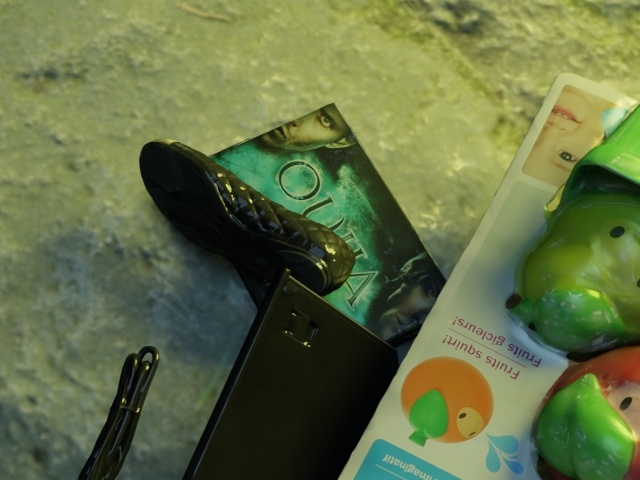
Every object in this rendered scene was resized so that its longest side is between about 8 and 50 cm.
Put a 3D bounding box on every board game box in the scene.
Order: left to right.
[{"bbox_3d":[0.000,0.000,0.892,0.126,0.026,0.186,-26,68,-12],"label":"board game box"}]

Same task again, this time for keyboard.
[{"bbox_3d":[-0.073,0.162,0.748,0.201,0.033,0.317,37,65,-31],"label":"keyboard"}]

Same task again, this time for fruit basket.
[{"bbox_3d":[0.229,0.078,0.770,0.327,0.165,0.353,27,58,11],"label":"fruit basket"}]

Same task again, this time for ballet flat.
[{"bbox_3d":[-0.054,-0.015,0.866,0.173,0.057,0.049,35,30,14],"label":"ballet flat"}]
